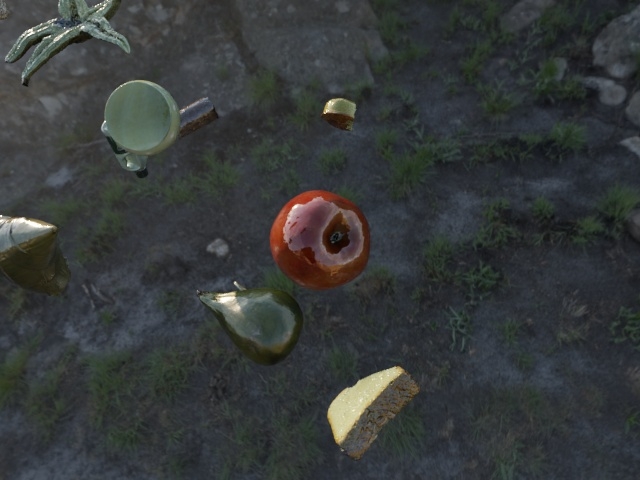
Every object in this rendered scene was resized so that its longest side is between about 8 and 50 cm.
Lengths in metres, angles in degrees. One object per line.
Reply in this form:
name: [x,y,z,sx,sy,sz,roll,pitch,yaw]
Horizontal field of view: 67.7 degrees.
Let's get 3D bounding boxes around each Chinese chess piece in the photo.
Chinese chess piece: [-0.349,-0.240,0.942,0.144,0.058,0.144,0,96,4]

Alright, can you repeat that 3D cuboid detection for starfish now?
starfish: [-0.325,-0.293,0.648,0.217,0.050,0.223,38,82,30]

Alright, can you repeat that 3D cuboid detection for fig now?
fig: [-0.109,0.117,0.790,0.126,0.133,0.185,-42,82,5]

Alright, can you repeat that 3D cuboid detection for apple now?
apple: [0.000,0.000,1.036,0.218,0.218,0.201,-53,16,-22]

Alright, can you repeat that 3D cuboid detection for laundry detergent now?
laundry detergent: [-0.587,-0.279,1.469,0.070,0.226,0.099,18,56,15]

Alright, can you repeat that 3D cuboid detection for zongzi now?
zongzi: [-0.677,0.047,1.192,0.300,0.274,0.145,-1,57,21]

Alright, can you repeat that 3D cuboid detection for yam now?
yam: [-0.380,-0.362,1.417,0.141,0.079,0.079,-34,54,-12]

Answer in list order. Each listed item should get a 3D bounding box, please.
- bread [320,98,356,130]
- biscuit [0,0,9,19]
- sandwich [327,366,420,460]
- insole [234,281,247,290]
bread: [0.068,-0.458,1.742,0.125,0.156,0.086,16,86,4]
biscuit: [-0.859,-0.621,1.224,0.015,0.120,0.120,-28,50,20]
sandwich: [0.144,0.465,1.388,0.099,0.254,0.288,41,92,-3]
insole: [-0.253,0.217,1.802,0.011,0.248,0.081,-45,52,-5]
